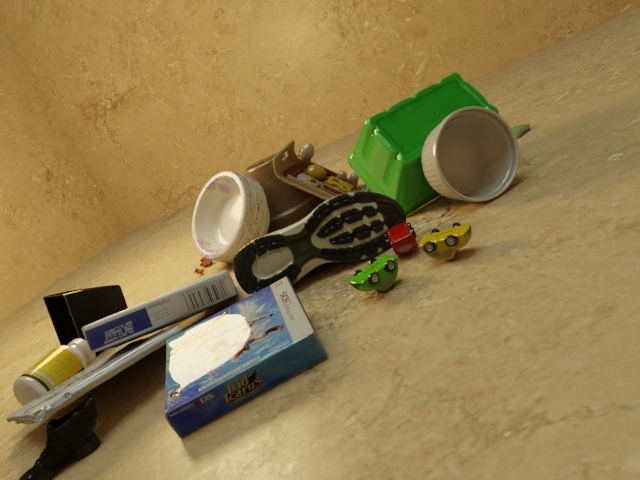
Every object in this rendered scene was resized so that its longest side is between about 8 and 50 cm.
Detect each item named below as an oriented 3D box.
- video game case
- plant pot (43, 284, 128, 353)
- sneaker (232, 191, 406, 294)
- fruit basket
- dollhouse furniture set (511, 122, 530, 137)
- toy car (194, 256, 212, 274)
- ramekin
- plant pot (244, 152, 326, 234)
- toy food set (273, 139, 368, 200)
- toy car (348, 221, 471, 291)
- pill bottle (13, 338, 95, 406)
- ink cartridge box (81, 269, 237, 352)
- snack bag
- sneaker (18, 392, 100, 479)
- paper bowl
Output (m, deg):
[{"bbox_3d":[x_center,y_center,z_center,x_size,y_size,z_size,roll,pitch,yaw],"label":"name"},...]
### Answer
[{"bbox_3d":[-0.144,0.190,0.969,0.269,0.061,0.244,-28,22,-5],"label":"video game case"},{"bbox_3d":[-0.655,0.217,1.568,0.188,0.188,0.167,-10,10,46],"label":"plant pot"},{"bbox_3d":[0.000,0.000,1.288,0.410,0.158,0.182,-20,-2,4],"label":"sneaker"},{"bbox_3d":[0.267,-0.227,1.476,0.392,0.283,0.392,-28,-28,-16],"label":"fruit basket"},{"bbox_3d":[0.530,-0.328,1.604,0.076,0.059,0.151,-36,18,-31],"label":"dollhouse furniture set"},{"bbox_3d":[-0.389,0.090,1.822,0.040,0.060,0.122,16,38,-6],"label":"toy car"},{"bbox_3d":[0.326,-0.187,1.224,0.207,0.207,0.109,-30,7,-14],"label":"ramekin"},{"bbox_3d":[-0.142,-0.170,1.868,0.262,0.229,0.263,-24,16,7],"label":"plant pot"},{"bbox_3d":[0.015,-0.222,1.753,0.220,0.306,0.092,-61,-5,-62],"label":"toy food set"},{"bbox_3d":[0.151,0.039,1.045,0.225,0.053,0.239,-34,16,-23],"label":"toy car"},{"bbox_3d":[-0.632,0.318,1.314,0.103,0.103,0.184,-19,18,27],"label":"pill bottle"},{"bbox_3d":[-0.357,0.168,1.303,0.324,0.072,0.330,-23,-5,-10],"label":"ink cartridge box"},{"bbox_3d":[-0.465,0.283,1.139,0.323,0.037,0.342,-31,4,-40],"label":"snack bag"},{"bbox_3d":[-0.457,0.350,0.951,0.170,0.089,0.051,-29,17,-18],"label":"sneaker"},{"bbox_3d":[-0.272,-0.066,1.734,0.284,0.285,0.148,-12,-20,42],"label":"paper bowl"}]
